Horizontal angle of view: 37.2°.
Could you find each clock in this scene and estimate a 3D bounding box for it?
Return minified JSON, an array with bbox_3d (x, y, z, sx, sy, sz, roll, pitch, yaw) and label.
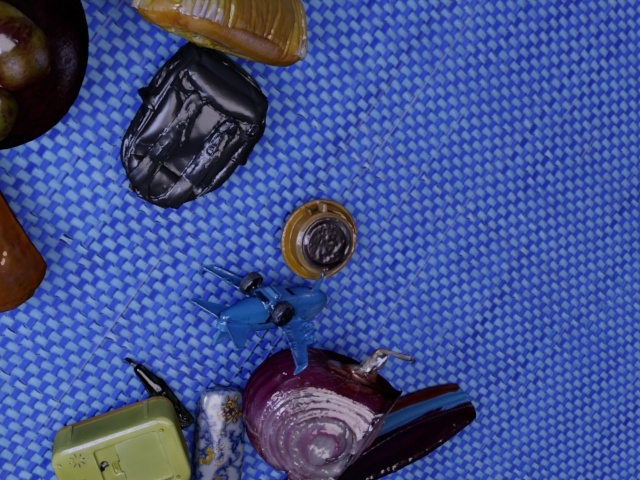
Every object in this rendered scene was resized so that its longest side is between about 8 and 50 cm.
[{"bbox_3d":[-0.322,0.351,1.548,0.202,0.096,0.143,-18,112,-6],"label":"clock"}]

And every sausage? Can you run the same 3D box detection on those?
[{"bbox_3d":[-0.505,-0.013,1.367,0.141,0.153,0.268,-32,113,-13],"label":"sausage"}]

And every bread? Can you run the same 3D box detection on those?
[{"bbox_3d":[-0.138,-0.335,1.390,0.288,0.152,0.119,2,102,-61],"label":"bread"}]

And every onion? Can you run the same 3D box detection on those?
[{"bbox_3d":[-0.009,0.280,1.599,0.230,0.256,0.272,29,76,10],"label":"onion"}]

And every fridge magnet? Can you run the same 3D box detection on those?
[{"bbox_3d":[0.000,0.000,1.630,0.143,0.063,0.143,-5,104,-23],"label":"fridge magnet"}]

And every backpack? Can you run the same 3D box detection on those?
[{"bbox_3d":[-0.201,-0.169,1.481,0.206,0.133,0.258,34,95,-22],"label":"backpack"}]

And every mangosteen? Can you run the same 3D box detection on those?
[{"bbox_3d":[-0.455,-0.247,1.226,0.306,0.347,0.307,-3,126,-3],"label":"mangosteen"}]

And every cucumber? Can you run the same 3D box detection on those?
[{"bbox_3d":[-0.269,0.253,1.596,0.163,0.043,0.039,58,40,-24],"label":"cucumber"}]

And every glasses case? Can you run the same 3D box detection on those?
[{"bbox_3d":[-0.177,0.372,1.643,0.087,0.065,0.248,-1,101,-25],"label":"glasses case"}]

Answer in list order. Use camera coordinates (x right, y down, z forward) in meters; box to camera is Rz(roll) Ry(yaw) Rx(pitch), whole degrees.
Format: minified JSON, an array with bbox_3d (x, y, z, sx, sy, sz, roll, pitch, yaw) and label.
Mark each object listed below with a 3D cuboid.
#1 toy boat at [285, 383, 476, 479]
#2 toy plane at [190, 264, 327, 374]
[{"bbox_3d":[0.115,0.386,1.770,0.392,0.079,0.136,-23,109,-19],"label":"toy boat"},{"bbox_3d":[-0.077,0.111,1.565,0.271,0.254,0.105,-16,139,-45],"label":"toy plane"}]
